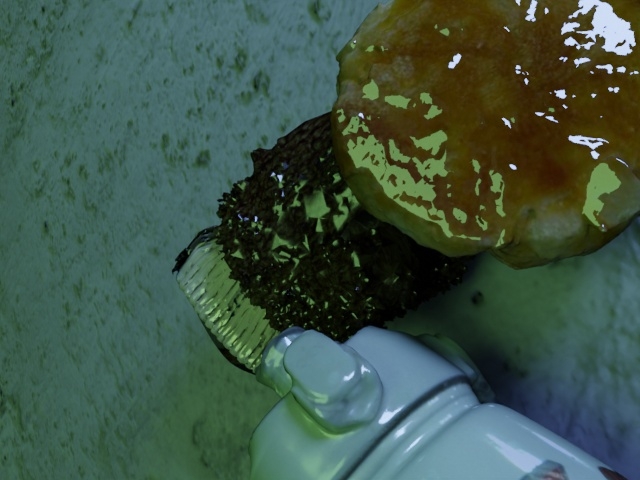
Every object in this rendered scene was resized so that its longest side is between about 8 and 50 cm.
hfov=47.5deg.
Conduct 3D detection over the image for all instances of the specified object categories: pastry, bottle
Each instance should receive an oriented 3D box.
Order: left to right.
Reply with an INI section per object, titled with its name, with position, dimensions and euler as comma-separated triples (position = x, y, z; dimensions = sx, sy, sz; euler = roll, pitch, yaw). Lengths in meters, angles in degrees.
[bottle]
position = 0.088, 0.200, 0.457
dimensions = 0.352, 0.229, 0.229
euler = 39, 117, 28
[pastry]
position = 0.118, -0.093, 0.466
dimensions = 0.218, 0.100, 0.229
euler = 25, 83, 17

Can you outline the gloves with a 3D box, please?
[gloves]
position = 0.006, 0.003, 0.603
dimensions = 0.312, 0.135, 0.210
euler = -49, 52, 30
